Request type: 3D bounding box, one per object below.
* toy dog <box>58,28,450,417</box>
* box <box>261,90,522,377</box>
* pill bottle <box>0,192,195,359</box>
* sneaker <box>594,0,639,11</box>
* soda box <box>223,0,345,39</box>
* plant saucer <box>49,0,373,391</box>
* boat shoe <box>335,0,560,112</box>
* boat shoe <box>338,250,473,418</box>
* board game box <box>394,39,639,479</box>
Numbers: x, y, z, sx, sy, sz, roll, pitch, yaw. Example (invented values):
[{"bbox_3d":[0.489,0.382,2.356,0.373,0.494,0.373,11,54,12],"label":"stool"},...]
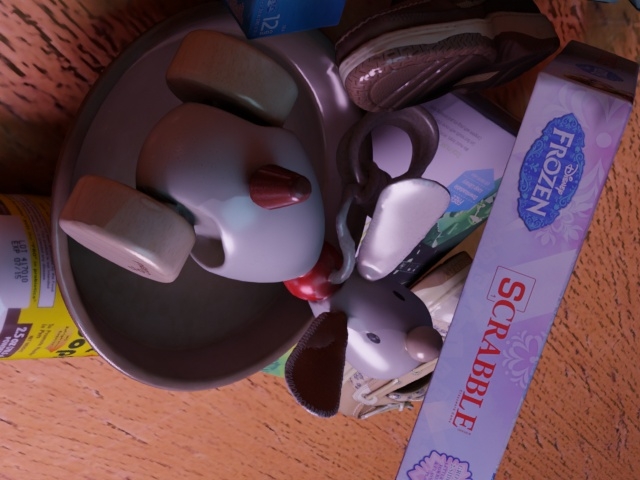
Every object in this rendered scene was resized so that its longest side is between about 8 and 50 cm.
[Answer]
[{"bbox_3d":[0.000,0.000,0.932,0.333,0.161,0.220,12,96,-44],"label":"toy dog"},{"bbox_3d":[0.019,-0.012,1.201,0.322,0.058,0.232,-41,148,18],"label":"box"},{"bbox_3d":[-0.173,0.026,1.034,0.215,0.117,0.117,1,137,-41],"label":"pill bottle"},{"bbox_3d":[0.245,-0.242,0.997,0.330,0.122,0.146,-4,142,-37],"label":"sneaker"},{"bbox_3d":[-0.008,-0.225,0.861,0.071,0.067,0.210,-13,145,-27],"label":"soda box"},{"bbox_3d":[-0.075,-0.031,0.992,0.278,0.041,0.278,-16,115,-39],"label":"plant saucer"},{"bbox_3d":[0.073,-0.150,0.972,0.095,0.095,0.257,-31,172,28],"label":"boat shoe"},{"bbox_3d":[0.087,0.115,1.363,0.104,0.089,0.285,-35,169,-31],"label":"boat shoe"},{"bbox_3d":[0.151,0.020,1.053,0.318,0.066,0.318,-43,152,-72],"label":"board game box"}]
